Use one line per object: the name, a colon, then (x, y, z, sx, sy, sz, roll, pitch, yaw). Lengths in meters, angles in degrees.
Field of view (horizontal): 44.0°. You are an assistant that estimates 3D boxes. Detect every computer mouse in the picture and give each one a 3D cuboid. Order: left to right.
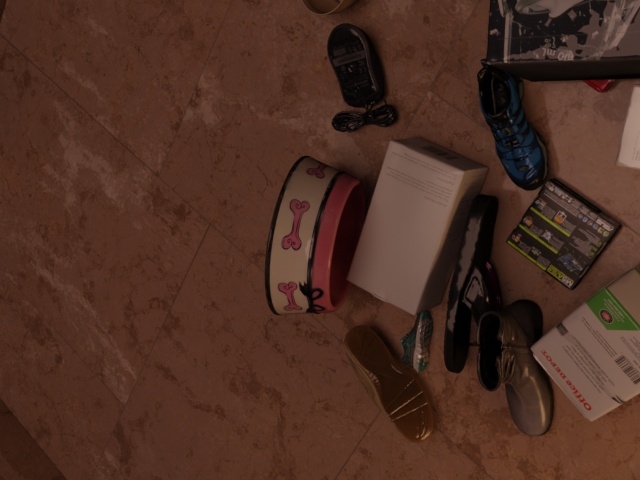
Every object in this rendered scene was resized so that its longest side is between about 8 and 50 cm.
computer mouse: (0.096, -0.421, 2.028, 0.189, 0.072, 0.272, -4, 108, 33)

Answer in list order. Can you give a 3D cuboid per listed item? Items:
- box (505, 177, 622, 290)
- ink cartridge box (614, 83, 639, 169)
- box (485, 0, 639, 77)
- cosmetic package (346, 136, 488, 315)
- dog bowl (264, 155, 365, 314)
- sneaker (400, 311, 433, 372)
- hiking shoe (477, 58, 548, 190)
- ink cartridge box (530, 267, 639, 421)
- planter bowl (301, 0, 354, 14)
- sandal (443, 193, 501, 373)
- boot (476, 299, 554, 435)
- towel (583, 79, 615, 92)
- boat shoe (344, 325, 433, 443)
box: (0.548, -0.014, 1.796, 0.191, 0.045, 0.184, 39, 120, 23)
ink cartridge box: (0.730, -0.209, 1.558, 0.233, 0.171, 0.168, 17, 107, 31)
box: (0.595, -0.555, 1.492, 0.480, 0.297, 0.471, 5, 97, 33)
cosmetic package: (0.234, -0.036, 1.943, 0.217, 0.156, 0.385, 29, 114, 28)
dog bowl: (0.000, 0.000, 1.978, 0.150, 0.408, 0.407, 11, 105, 13)
sneaker: (0.241, 0.256, 2.045, 0.076, 0.065, 0.166, 16, 105, 36)
hiking shoe: (0.417, -0.254, 1.785, 0.113, 0.132, 0.304, -22, 82, 36)
ink cartridge box: (0.618, 0.227, 1.685, 0.211, 0.122, 0.289, 53, 145, 16)
planter bowl: (0.039, -0.647, 1.995, 0.162, 0.109, 0.162, 9, 103, 39)
sandal: (0.374, 0.117, 1.866, 0.107, 0.167, 0.445, 15, 106, 25)
boot: (0.431, 0.312, 1.820, 0.118, 0.223, 0.338, -9, 93, 38)
towel: (0.612, -0.477, 1.681, 0.199, 0.031, 0.275, 46, 118, 22)
boat shoe: (0.178, 0.381, 2.088, 0.341, 0.122, 0.110, 58, 164, 18)
